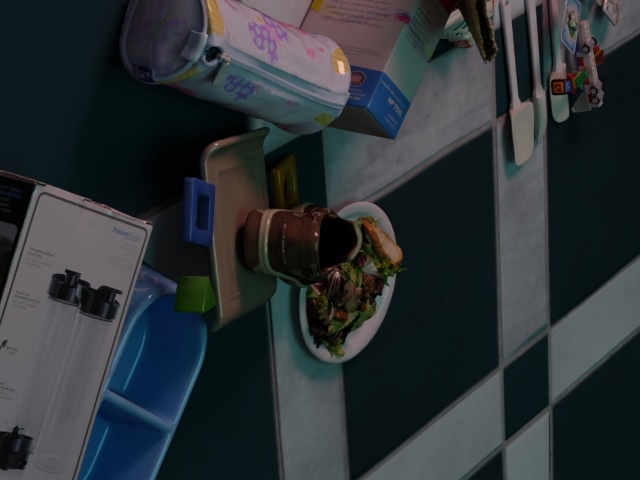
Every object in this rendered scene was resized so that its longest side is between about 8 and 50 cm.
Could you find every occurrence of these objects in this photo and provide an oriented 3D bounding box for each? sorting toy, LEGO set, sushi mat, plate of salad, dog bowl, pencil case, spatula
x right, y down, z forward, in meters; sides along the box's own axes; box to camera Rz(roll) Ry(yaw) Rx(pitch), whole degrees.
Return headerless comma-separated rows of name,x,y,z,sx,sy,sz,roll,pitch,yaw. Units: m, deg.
sorting toy,-0.095,-0.015,1.912,0.347,0.047,0.196,-27,117,-71
LEGO set,0.352,-0.291,2.507,0.182,0.060,0.244,36,59,-53
sushi mat,0.150,-0.327,2.037,0.316,0.019,0.151,-103,180,-61
plate of salad,0.042,0.053,2.179,0.200,0.048,0.200,-26,123,-49
dog bowl,-0.208,0.165,1.840,0.166,0.074,0.297,38,71,-53
pencil case,-0.081,-0.186,1.852,0.273,0.124,0.114,16,89,-56
spatula,0.290,-0.238,2.451,0.168,0.019,0.242,-38,131,-41

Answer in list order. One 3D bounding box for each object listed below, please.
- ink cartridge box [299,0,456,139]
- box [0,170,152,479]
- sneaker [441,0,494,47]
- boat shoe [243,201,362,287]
ink cartridge box,0.059,-0.238,2.020,0.078,0.134,0.231,44,66,-51
box,-0.262,0.096,1.564,0.169,0.087,0.290,20,85,-57
sneaker,0.167,-0.264,2.233,0.161,0.057,0.075,-39,126,-45
boat shoe,0.000,0.008,1.978,0.257,0.095,0.095,-12,103,-73
